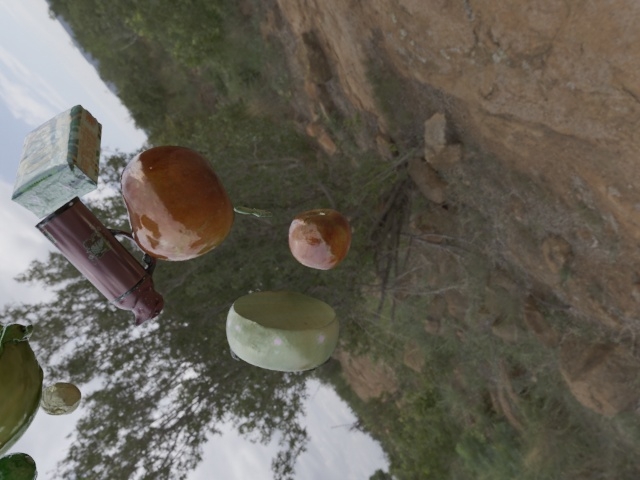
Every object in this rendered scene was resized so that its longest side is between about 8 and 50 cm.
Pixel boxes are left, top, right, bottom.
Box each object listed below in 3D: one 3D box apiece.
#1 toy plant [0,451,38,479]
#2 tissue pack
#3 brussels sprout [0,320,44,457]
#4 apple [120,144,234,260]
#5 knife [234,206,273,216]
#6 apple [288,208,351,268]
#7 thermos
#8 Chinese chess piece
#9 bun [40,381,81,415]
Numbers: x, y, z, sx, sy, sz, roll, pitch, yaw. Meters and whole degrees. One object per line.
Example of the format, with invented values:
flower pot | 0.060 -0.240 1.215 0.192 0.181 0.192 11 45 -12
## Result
toy plant | -0.704 0.507 0.926 0.235 0.218 0.175 5 -119 -43
tissue pack | -0.801 -0.250 1.387 0.128 0.228 0.310 54 -165 -51
brussels sprout | -0.549 0.214 0.642 0.227 0.259 0.294 99 170 -56
apple | -0.309 -0.084 0.993 0.253 0.253 0.253 52 172 11
knife | -0.227 -0.098 1.569 0.043 0.020 0.293 35 -171 12
apple | 0.000 0.000 2.001 0.301 0.301 0.301 52 172 11
thermos | -0.491 0.052 1.065 0.330 0.109 0.136 54 -157 -20
Chinese chess piece | -0.117 0.275 1.407 0.349 0.349 0.146 -144 60 -66
bun | -0.585 0.360 1.007 0.086 0.086 0.055 57 -174 -24
